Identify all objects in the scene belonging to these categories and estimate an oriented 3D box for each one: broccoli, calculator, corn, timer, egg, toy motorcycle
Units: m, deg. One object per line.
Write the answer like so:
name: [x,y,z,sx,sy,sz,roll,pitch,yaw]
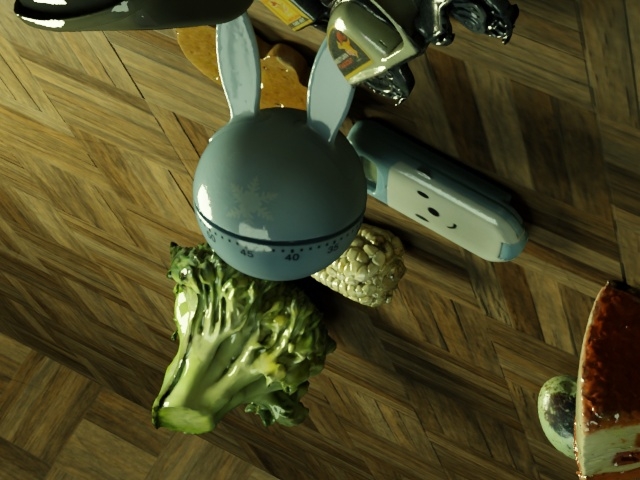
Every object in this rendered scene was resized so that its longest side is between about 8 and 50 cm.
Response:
broccoli: [-0.112,0.139,2.299,0.288,0.245,0.248,34,156,-25]
calculator: [0.104,-0.047,1.722,0.210,0.039,0.121,30,162,10]
corn: [0.000,0.000,1.980,0.211,0.087,0.087,27,164,29]
timer: [-0.028,-0.090,1.631,0.175,0.255,0.175,10,-169,-2]
egg: [0.289,0.197,2.023,0.110,0.085,0.085,50,158,-20]
toy motorcycle: [0.047,-0.184,1.332,0.157,0.091,0.263,40,165,-10]

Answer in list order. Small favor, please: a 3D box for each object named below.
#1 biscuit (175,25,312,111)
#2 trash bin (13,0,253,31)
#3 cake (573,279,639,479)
biscuit: [-0.055,-0.157,1.701,0.184,0.027,0.133,27,158,10]
trash bin: [-0.186,-0.274,1.347,0.290,0.182,0.209,48,159,-29]
cake: [0.352,0.172,1.700,0.262,0.159,0.158,24,159,21]
